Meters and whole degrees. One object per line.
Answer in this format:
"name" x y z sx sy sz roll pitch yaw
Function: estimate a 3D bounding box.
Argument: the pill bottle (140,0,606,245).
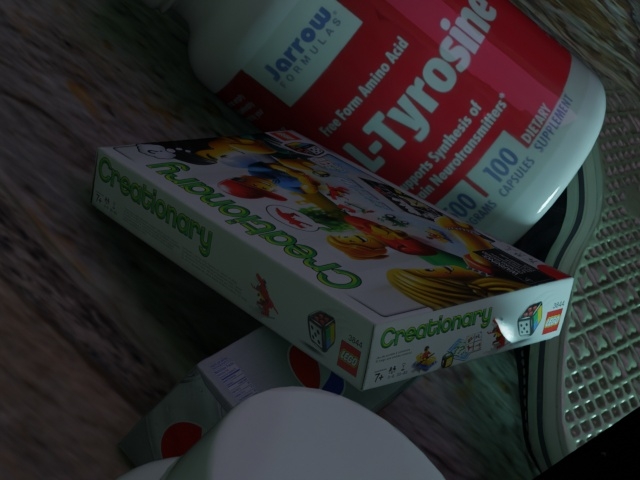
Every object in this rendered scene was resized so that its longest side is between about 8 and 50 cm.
"pill bottle" 0.033 -0.174 1.168 0.408 0.229 0.229 37 32 -12

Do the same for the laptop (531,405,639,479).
"laptop" 0.280 0.311 0.809 0.382 0.236 0.408 41 30 22

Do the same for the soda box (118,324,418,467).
"soda box" -0.007 0.101 0.923 0.091 0.098 0.286 49 32 9

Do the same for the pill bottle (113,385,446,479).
"pill bottle" -0.070 0.194 0.563 0.161 0.283 0.161 30 34 -23

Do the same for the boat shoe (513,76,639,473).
"boat shoe" 0.237 0.046 1.222 0.187 0.156 0.500 36 40 -22

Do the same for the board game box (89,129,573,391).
"board game box" 0.000 0.000 0.934 0.193 0.053 0.305 -10 30 -42
